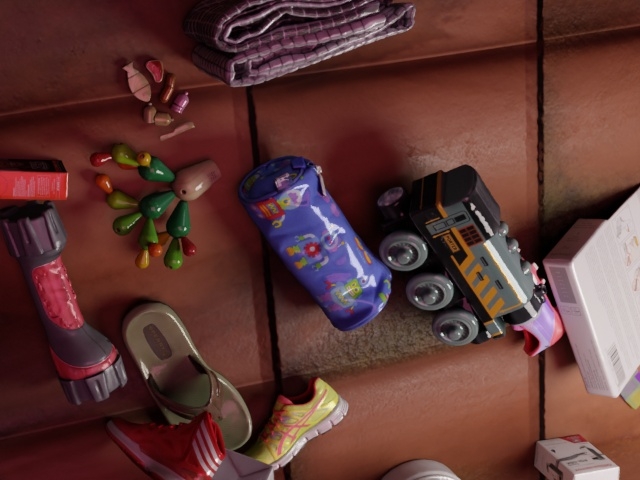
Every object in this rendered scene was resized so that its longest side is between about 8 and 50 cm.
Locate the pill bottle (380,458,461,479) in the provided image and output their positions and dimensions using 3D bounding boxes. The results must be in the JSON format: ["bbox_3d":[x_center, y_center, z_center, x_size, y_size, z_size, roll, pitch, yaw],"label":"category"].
[{"bbox_3d":[0.235,0.542,1.812,0.224,0.392,0.224,-7,110,-18],"label":"pill bottle"}]

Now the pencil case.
[{"bbox_3d":[0.000,0.000,1.692,0.133,0.119,0.306,-28,118,15],"label":"pencil case"}]

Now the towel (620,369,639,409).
[{"bbox_3d":[0.599,0.282,2.074,0.060,0.009,0.083,-47,116,0],"label":"towel"}]

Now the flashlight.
[{"bbox_3d":[-0.375,0.091,1.594,0.103,0.103,0.304,-19,114,-13],"label":"flashlight"}]

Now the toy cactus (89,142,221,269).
[{"bbox_3d":[-0.229,-0.065,1.607,0.180,0.112,0.219,-33,108,-18],"label":"toy cactus"}]

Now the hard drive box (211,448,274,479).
[{"bbox_3d":[-0.143,0.463,1.705,0.232,0.089,0.181,91,21,-55],"label":"hard drive box"}]

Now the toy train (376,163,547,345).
[{"bbox_3d":[0.228,0.031,1.748,0.190,0.142,0.334,-22,120,25],"label":"toy train"}]

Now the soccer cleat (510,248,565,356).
[{"bbox_3d":[0.344,0.098,1.877,0.095,0.083,0.248,-44,121,-8],"label":"soccer cleat"}]

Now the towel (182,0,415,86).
[{"bbox_3d":[-0.038,-0.313,1.513,0.284,0.235,0.121,-21,108,-13],"label":"towel"}]

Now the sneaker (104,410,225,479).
[{"bbox_3d":[-0.228,0.308,1.679,0.128,0.221,0.087,-47,142,-18],"label":"sneaker"}]

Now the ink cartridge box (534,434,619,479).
[{"bbox_3d":[0.473,0.418,2.002,0.099,0.135,0.056,-5,109,-19],"label":"ink cartridge box"}]

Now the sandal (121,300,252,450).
[{"bbox_3d":[-0.214,0.230,1.709,0.120,0.086,0.302,-36,116,-6],"label":"sandal"}]

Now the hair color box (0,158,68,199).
[{"bbox_3d":[-0.433,-0.087,1.529,0.141,0.072,0.043,-1,108,-21],"label":"hair color box"}]

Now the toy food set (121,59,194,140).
[{"bbox_3d":[-0.235,-0.213,1.592,0.078,0.019,0.122,-25,107,-12],"label":"toy food set"}]

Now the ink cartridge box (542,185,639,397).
[{"bbox_3d":[0.527,0.087,1.947,0.261,0.066,0.296,-41,120,-35],"label":"ink cartridge box"}]

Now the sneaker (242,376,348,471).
[{"bbox_3d":[-0.060,0.304,1.804,0.208,0.081,0.094,-37,109,-13],"label":"sneaker"}]
